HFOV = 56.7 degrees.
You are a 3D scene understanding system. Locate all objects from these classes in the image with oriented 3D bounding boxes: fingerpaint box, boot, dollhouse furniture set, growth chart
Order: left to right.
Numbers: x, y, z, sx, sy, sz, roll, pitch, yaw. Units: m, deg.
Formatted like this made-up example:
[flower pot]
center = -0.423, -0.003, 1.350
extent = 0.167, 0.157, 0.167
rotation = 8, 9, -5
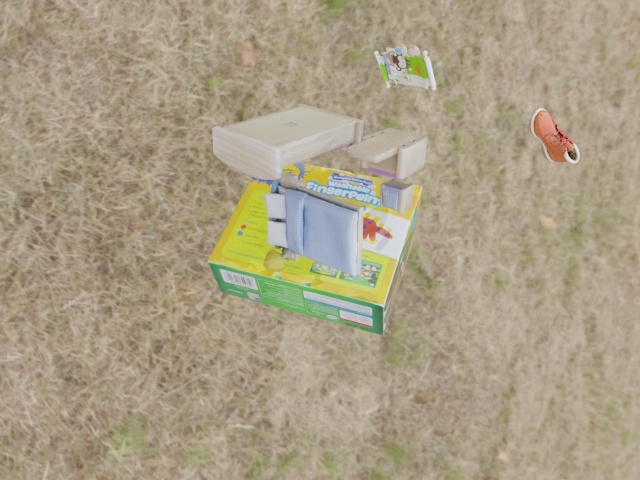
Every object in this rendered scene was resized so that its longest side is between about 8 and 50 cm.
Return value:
[dollhouse furniture set]
center = -0.014, -0.032, 0.955
extent = 0.198, 0.286, 0.303
rotation = -28, 130, -42
[fingerpaint box]
center = 0.000, 0.000, 1.523
extent = 0.163, 0.445, 0.371
rotation = 81, 25, -54
[growth chart]
center = 0.271, -0.554, 1.905
extent = 0.021, 0.237, 0.172
rotation = -50, 131, -18
[boot]
center = 0.532, -0.235, 1.339
extent = 0.059, 0.084, 0.158
rotation = -47, 124, -2
